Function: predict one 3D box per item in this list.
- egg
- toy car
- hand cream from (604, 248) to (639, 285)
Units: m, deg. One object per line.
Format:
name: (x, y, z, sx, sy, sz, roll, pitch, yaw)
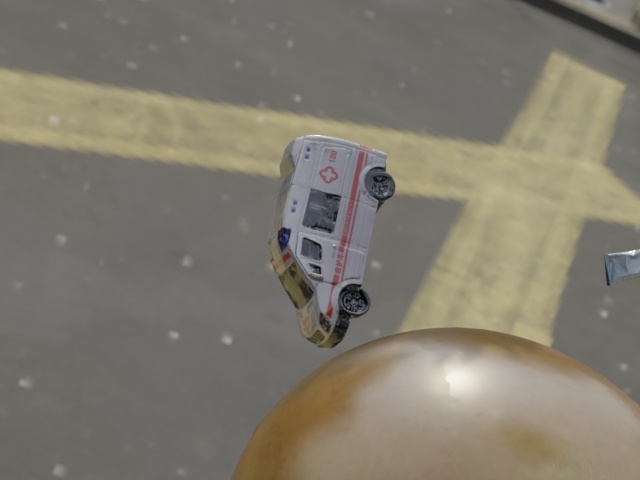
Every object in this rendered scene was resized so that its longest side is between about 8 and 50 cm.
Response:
egg: (0.092, 0.205, 0.892, 0.351, 0.283, 0.282, 55, 0, -36)
toy car: (0.000, 0.000, 1.535, 0.108, 0.209, 0.089, 17, -19, -15)
hand cream: (0.308, 0.019, 1.419, 0.093, 0.030, 0.019, -11, -7, 13)
